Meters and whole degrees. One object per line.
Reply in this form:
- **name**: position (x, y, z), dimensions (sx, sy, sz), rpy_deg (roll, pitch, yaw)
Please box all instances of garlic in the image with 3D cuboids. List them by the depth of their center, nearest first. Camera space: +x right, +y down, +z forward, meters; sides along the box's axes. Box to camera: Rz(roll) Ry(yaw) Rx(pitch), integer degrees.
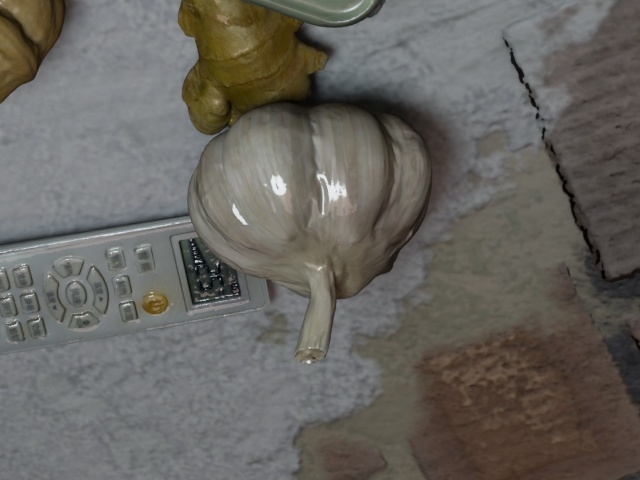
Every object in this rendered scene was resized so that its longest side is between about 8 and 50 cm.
- **garlic**: position (0.000, 0.000, 1.552), dimensions (0.219, 0.212, 0.218), rpy_deg (-6, 159, -2)

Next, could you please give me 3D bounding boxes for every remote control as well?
- **remote control**: position (-0.209, 0.034, 1.692), dimensions (0.313, 0.055, 0.109), rpy_deg (-9, 119, 0)

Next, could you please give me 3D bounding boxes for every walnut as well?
- **walnut**: position (-0.292, -0.186, 1.477), dimensions (0.167, 0.149, 0.166), rpy_deg (-5, 103, -24)

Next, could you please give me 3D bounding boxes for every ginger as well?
- **ginger**: position (-0.062, -0.167, 1.529), dimensions (0.115, 0.081, 0.205), rpy_deg (20, 138, 21)

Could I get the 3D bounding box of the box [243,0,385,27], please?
- **box**: position (0.021, -0.312, 1.363), dimensions (0.138, 0.178, 0.274), rpy_deg (19, 124, -14)
